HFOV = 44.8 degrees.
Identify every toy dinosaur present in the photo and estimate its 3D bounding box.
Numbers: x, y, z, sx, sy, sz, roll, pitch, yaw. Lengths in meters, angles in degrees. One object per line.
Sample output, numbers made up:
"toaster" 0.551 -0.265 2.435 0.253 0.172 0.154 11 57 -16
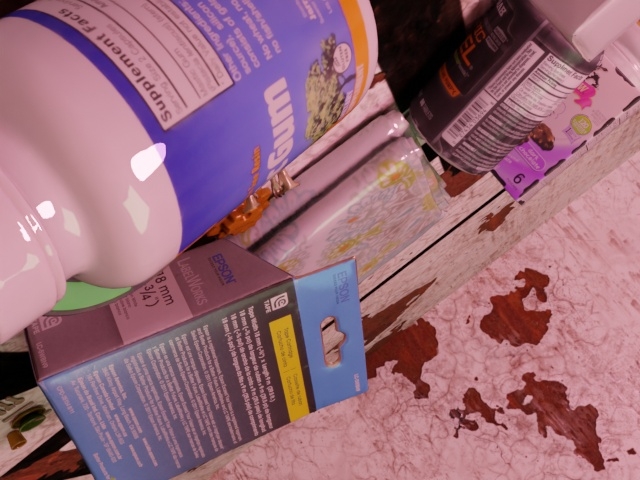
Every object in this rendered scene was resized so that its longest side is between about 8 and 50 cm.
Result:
"toy dinosaur" -0.063 -0.076 0.662 0.053 0.092 0.183 -28 -178 -9

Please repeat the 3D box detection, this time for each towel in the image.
"towel" 0.000 0.000 1.050 0.374 0.090 0.320 -38 160 6

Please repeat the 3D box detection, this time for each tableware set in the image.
"tableware set" -0.408 0.246 0.997 0.104 0.024 0.154 -33 164 -10

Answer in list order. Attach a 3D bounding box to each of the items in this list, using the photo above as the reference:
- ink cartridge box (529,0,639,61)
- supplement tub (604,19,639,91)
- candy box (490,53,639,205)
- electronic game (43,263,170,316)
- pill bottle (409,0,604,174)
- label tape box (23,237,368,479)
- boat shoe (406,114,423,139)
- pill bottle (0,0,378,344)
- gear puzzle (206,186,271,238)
"ink cartridge box" 0.147 -0.240 0.464 0.154 0.212 0.093 -43 165 21
"supplement tub" 0.479 -0.305 1.072 0.200 0.144 0.144 -41 163 16
"candy box" 0.278 -0.171 0.992 0.196 0.165 0.070 -42 164 15
"electronic game" -0.155 -0.044 0.568 0.229 0.048 0.229 -36 146 -30
"pill bottle" 0.223 -0.199 0.873 0.130 0.130 0.245 -13 152 -53
"label tape box" -0.123 0.130 0.874 0.334 0.106 0.240 -21 135 -15
"boat shoe" 0.136 -0.147 1.011 0.100 0.035 0.035 4 101 -67
"pill bottle" -0.102 -0.070 0.431 0.272 0.152 0.152 -44 170 -32
"gear puzzle" -0.147 -0.023 0.754 0.175 0.044 0.339 -42 163 17
